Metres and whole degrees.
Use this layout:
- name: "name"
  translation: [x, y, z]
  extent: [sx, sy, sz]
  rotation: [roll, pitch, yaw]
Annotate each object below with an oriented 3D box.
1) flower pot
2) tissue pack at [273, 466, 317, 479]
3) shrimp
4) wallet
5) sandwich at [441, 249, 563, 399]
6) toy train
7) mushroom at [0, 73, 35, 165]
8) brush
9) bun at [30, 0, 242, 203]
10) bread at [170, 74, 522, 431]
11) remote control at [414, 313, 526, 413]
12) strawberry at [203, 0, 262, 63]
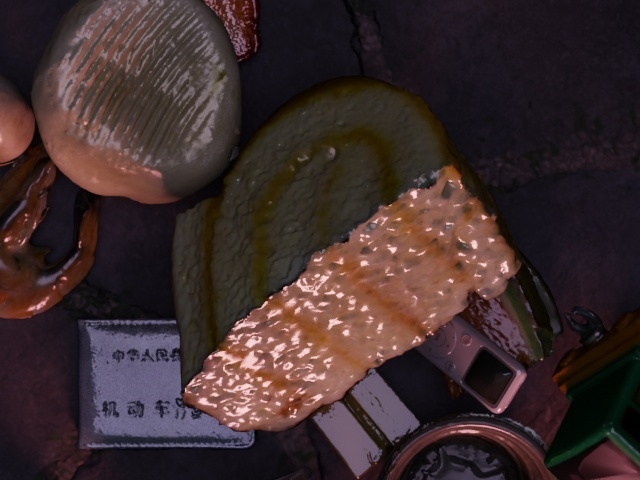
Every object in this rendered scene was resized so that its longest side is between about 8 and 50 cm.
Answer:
- name: "flower pot"
  translation: [0.170, 0.310, 1.401]
  extent: [0.236, 0.140, 0.235]
  rotation: [0, 88, -2]
- name: "tissue pack"
  translation: [-0.053, 0.468, 1.372]
  extent: [0.242, 0.160, 0.338]
  rotation: [-22, 91, -3]
- name: "shrimp"
  translation: [-0.327, -0.020, 1.414]
  extent: [0.145, 0.059, 0.254]
  rotation: [33, 87, -5]
- name: "wallet"
  translation: [-0.182, 0.171, 1.430]
  extent: [0.222, 0.036, 0.167]
  rotation: [0, 89, -4]
- name: "sandwich"
  translation: [0.193, 0.082, 1.433]
  extent: [0.160, 0.109, 0.184]
  rotation: [-31, 93, 16]
- name: "toy train"
  translation: [0.425, 0.248, 1.347]
  extent: [0.429, 0.178, 0.249]
  rotation: [43, 48, -1]
- name: "mushroom"
  translation: [-0.405, -0.143, 1.362]
  extent: [0.154, 0.154, 0.122]
  rotation: [38, 81, -3]
- name: "brush"
  translation: [0.012, 0.167, 1.443]
  extent: [0.103, 0.047, 0.233]
  rotation: [-39, 84, -4]
- name: "bun"
  translation: [-0.213, -0.164, 1.378]
  extent: [0.259, 0.160, 0.259]
  rotation: [0, 91, -18]
- name: "bread"
  translation: [-0.008, 0.002, 1.331]
  extent: [0.395, 0.239, 0.264]
  rotation: [-36, 52, 10]
- name: "remote control"
  translation: [0.127, 0.101, 1.388]
  extent: [0.261, 0.029, 0.067]
  rotation: [39, 113, 29]
- name: "strawberry"
  translation: [-0.127, -0.285, 1.441]
  extent: [0.104, 0.048, 0.152]
  rotation: [-27, 101, -11]
